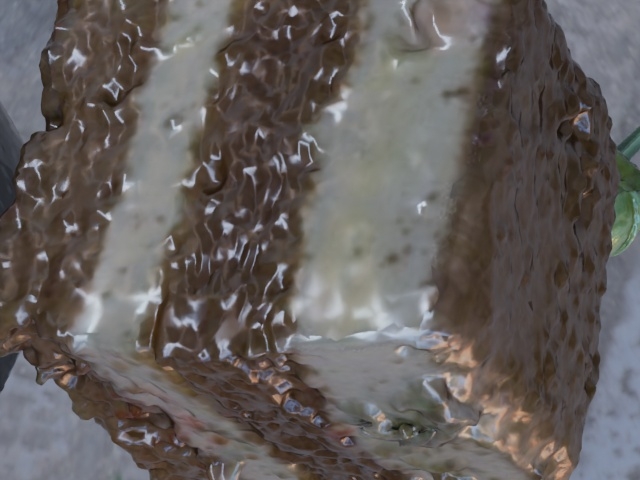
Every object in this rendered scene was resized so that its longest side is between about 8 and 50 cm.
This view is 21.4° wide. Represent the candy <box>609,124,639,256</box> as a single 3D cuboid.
[{"bbox_3d":[0.229,-0.069,1.232,0.092,0.335,0.093,39,128,11],"label":"candy"}]

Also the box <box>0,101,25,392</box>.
[{"bbox_3d":[-0.293,-0.051,1.012,0.091,0.359,0.350,-20,117,17],"label":"box"}]

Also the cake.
[{"bbox_3d":[0.000,0.000,0.967,0.290,0.282,0.256,1,156,28],"label":"cake"}]
